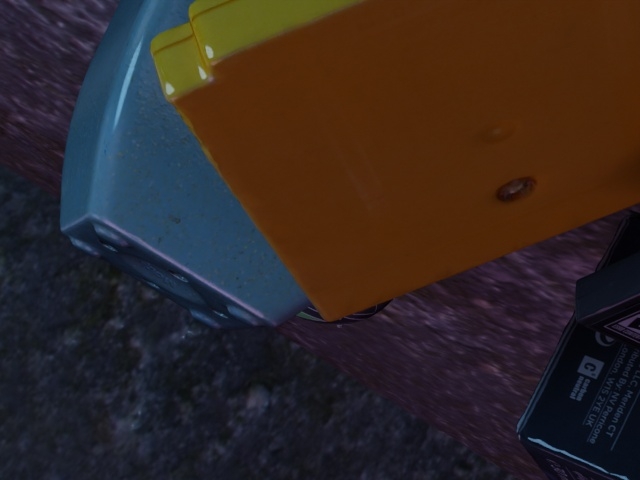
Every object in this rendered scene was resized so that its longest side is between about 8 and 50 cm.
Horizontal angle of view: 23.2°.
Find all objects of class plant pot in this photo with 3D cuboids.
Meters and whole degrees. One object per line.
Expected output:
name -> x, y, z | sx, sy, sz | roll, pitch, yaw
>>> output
plant pot -> -0.052, -0.077, 1.095 | 0.248, 0.252, 0.247 | 32, 168, -13

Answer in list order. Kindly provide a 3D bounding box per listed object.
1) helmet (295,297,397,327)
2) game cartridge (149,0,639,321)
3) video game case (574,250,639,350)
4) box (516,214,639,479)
helmet -> 0.000, 0.000, 1.491 | 0.169, 0.169, 0.161 | 37, -179, -34
game cartridge -> 0.088, -0.078, 0.841 | 0.323, 0.285, 0.052 | 59, -169, -62
video game case -> 0.329, 0.037, 0.877 | 0.275, 0.035, 0.248 | 23, 147, -29
box -> 0.401, 0.184, 1.236 | 0.395, 0.212, 0.293 | 21, 164, 30
